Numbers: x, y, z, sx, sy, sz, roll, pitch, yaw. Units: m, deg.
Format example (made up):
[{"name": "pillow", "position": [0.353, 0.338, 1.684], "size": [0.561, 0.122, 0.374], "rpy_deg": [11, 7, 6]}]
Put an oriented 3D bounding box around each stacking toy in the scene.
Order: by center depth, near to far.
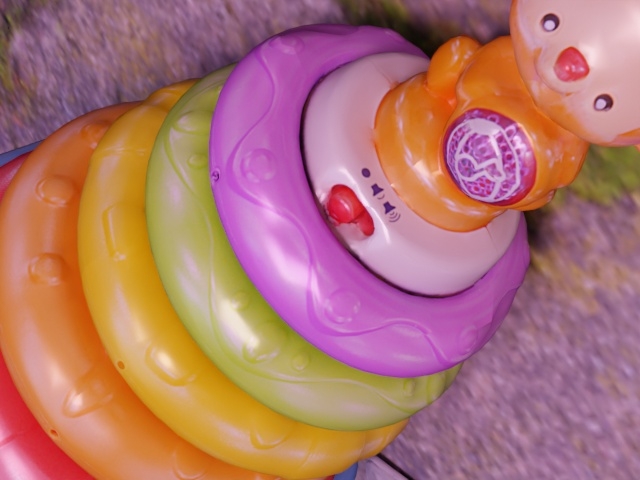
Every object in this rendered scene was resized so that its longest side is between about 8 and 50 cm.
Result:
[{"name": "stacking toy", "position": [0.000, 0.000, 0.450], "size": [0.302, 0.166, 0.175], "rpy_deg": [-32, 87, 46]}]

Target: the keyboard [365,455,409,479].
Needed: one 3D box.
[{"name": "keyboard", "position": [0.107, 0.170, 0.562], "size": [0.256, 0.014, 0.072], "rpy_deg": [34, 138, 35]}]
